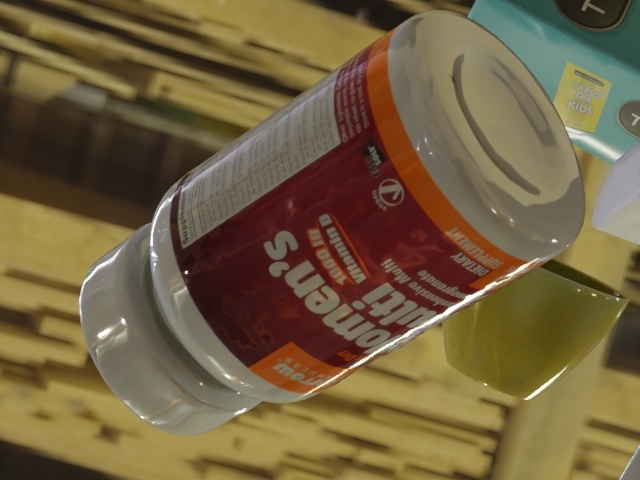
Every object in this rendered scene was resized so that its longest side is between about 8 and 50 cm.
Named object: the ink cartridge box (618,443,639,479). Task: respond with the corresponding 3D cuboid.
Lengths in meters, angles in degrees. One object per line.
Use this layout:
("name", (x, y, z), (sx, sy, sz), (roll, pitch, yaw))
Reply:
("ink cartridge box", (0.150, 0.065, 0.378), (0.127, 0.128, 0.176), (33, -168, 28))

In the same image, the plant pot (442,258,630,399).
("plant pot", (0.140, 0.057, 1.277), (0.134, 0.095, 0.134), (22, -173, -3))

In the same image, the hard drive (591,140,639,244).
("hard drive", (0.288, 0.018, 0.787), (0.308, 0.040, 0.203), (20, 172, -1))

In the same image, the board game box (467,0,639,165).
("board game box", (0.269, -0.119, 1.033), (0.336, 0.253, 0.079), (28, 142, 1))

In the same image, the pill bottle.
("pill bottle", (0.000, 0.000, 0.811), (0.221, 0.121, 0.121), (-33, 151, 31))
